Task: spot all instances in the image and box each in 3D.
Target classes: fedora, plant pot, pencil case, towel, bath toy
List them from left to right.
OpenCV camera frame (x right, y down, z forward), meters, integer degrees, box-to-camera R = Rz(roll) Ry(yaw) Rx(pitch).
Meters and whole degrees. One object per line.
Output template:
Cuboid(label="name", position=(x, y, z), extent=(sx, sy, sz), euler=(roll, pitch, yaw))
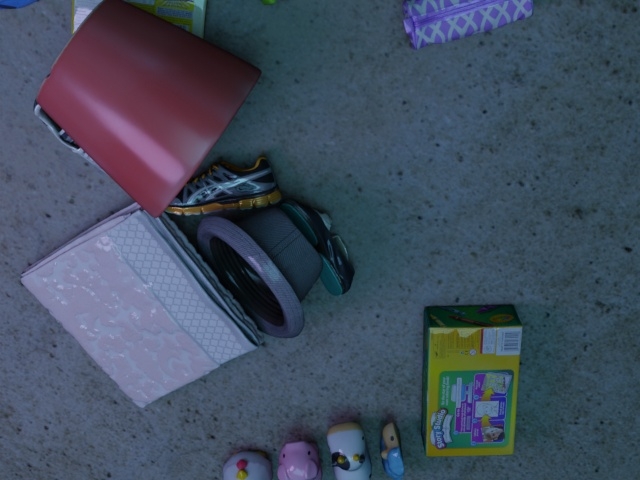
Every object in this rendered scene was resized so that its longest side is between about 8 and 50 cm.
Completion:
Cuboid(label="towel", position=(-0.309, 0.119, 1.520), extent=(0.317, 0.053, 0.331), euler=(-28, 109, 28))
Cuboid(label="plant pot", position=(-0.263, -0.210, 1.309), extent=(0.243, 0.275, 0.275), euler=(35, 108, -12))
Cuboid(label="fedora", position=(-0.085, 0.035, 1.449), extent=(0.124, 0.275, 0.243), euler=(-41, 81, -20))
Cuboid(label="bath toy", position=(-0.018, 0.425, 1.648), extent=(0.349, 0.129, 0.151), euler=(-12, 112, 5))
Cuboid(label="pencil case", position=(0.227, -0.354, 1.348), extent=(0.206, 0.088, 0.086), euler=(-17, 110, 7))

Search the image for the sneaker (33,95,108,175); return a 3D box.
Cuboid(label="sneaker", position=(-0.360, -0.155, 1.422), extent=(0.235, 0.095, 0.090), euler=(37, 106, -16))

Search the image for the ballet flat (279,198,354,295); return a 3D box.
Cuboid(label="ballet flat", position=(0.000, 0.000, 1.507), extent=(0.074, 0.074, 0.203), euler=(-27, 110, 10))

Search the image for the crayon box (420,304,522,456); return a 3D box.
Cuboid(label="crayon box", position=(0.270, 0.259, 1.606), extent=(0.166, 0.081, 0.278), euler=(-1, 113, 0))

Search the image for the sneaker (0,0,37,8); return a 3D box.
Cuboid(label="sneaker", position=(-0.515, -0.380, 1.334), extent=(0.210, 0.082, 0.069), euler=(-5, 110, 0))

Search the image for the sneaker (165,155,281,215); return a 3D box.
Cuboid(label="sneaker", position=(-0.175, -0.089, 1.464), extent=(0.215, 0.084, 0.083), euler=(-8, 101, -3))

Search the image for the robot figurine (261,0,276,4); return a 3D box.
Cuboid(label="robot figurine", position=(-0.089, -0.415, 1.330), extent=(0.101, 0.067, 0.115), euler=(-29, 110, -13))

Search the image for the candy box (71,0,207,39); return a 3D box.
Cuboid(label="candy box", position=(-0.281, -0.360, 1.372), extent=(0.206, 0.027, 0.105), euler=(8, 112, -4))
